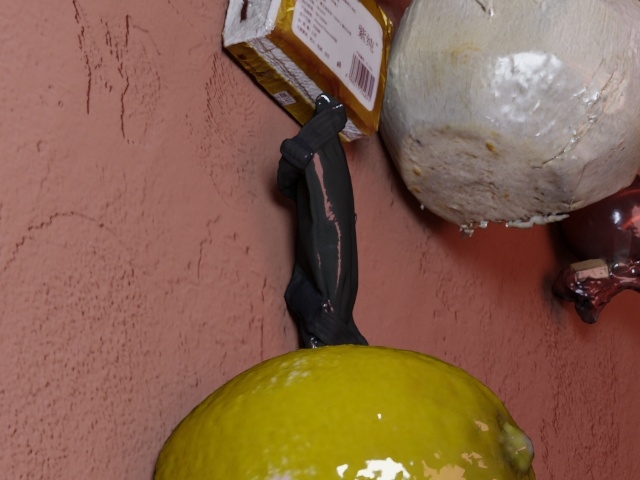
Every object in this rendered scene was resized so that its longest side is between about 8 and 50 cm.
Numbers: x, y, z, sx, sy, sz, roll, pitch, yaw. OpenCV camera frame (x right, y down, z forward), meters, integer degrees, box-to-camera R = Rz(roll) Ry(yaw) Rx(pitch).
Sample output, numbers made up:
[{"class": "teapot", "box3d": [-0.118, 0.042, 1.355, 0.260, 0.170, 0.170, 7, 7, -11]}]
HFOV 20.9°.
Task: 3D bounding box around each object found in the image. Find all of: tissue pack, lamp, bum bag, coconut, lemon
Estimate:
[{"class": "tissue pack", "box3d": [-0.010, -0.242, 1.998, 0.226, 0.092, 0.183, 40, 47, -42]}, {"class": "lamp", "box3d": [0.419, -0.010, 2.523, 0.223, 0.215, 0.151, -117, -160, -45]}, {"class": "bum bag", "box3d": [0.000, 0.000, 1.921, 0.142, 0.080, 0.326, -12, 97, -70]}, {"class": "coconut", "box3d": [0.257, -0.197, 2.168, 0.346, 0.346, 0.360, 50, 48, -35]}, {"class": "lemon", "box3d": [0.044, 0.254, 1.656, 0.364, 0.364, 0.364, 28, 55, -50]}]
